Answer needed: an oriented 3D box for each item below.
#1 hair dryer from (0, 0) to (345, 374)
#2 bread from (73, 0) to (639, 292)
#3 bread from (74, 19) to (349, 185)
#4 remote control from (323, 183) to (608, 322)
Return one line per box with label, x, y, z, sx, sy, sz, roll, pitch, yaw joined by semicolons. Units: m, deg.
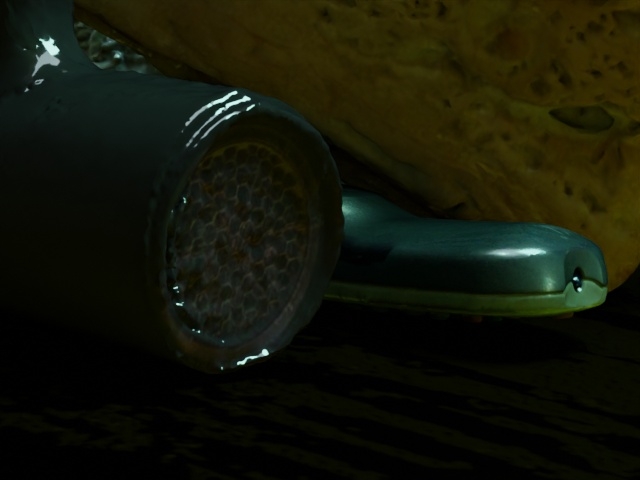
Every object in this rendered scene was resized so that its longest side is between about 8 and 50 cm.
hair dryer;-0.094;-0.092;0.449;0.197;0.251;0.089;14;24;39
bread;-0.010;-0.129;0.562;0.380;0.185;0.109;32;15;-13
bread;-0.148;-0.105;0.740;0.416;0.165;0.113;7;-2;21
remote control;0.000;0.000;0.544;0.222;0.042;0.072;10;10;38
